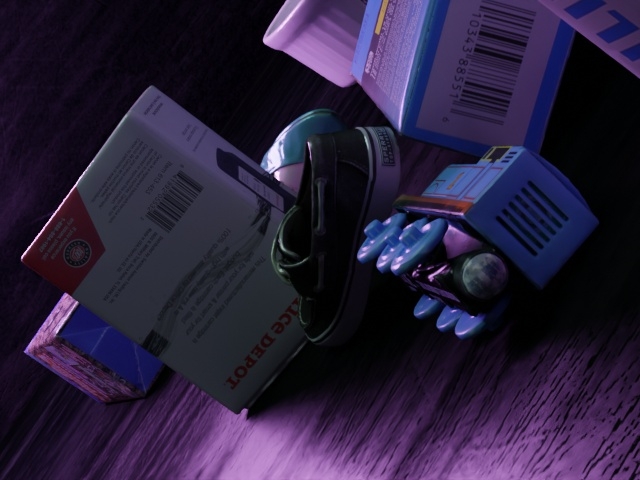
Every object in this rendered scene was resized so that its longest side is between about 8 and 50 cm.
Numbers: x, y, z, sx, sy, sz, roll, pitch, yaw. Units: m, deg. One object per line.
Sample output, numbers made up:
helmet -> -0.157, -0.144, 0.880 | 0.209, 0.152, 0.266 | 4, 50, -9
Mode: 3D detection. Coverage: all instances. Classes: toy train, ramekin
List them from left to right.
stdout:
ramekin -> 0.056, -0.341, 1.703 | 0.277, 0.135, 0.277 | -50, 12, 15
toy train -> 0.089, -0.002, 0.757 | 0.105, 0.080, 0.184 | -46, 9, -4

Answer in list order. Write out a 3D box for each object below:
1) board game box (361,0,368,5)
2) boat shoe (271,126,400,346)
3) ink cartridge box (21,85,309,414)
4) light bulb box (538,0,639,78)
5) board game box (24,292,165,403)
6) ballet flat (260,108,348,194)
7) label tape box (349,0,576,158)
board game box -> 0.133, -0.267, 1.205 | 0.186, 0.126, 0.026 | -58, 12, -19
boat shoe -> 0.000, 0.000, 0.923 | 0.219, 0.070, 0.077 | 103, 158, -46
ink cartridge box -> -0.108, 0.010, 1.098 | 0.172, 0.237, 0.100 | -50, 9, 20
light bulb box -> 0.255, -0.270, 0.482 | 0.357, 0.225, 0.361 | -59, 12, -17
board game box -> -0.268, 0.089, 1.737 | 0.232, 0.141, 0.291 | -58, 12, -19
ballet flat -> -0.041, -0.055, 1.452 | 0.247, 0.083, 0.087 | -41, 41, 48
label tape box -> 0.115, -0.209, 0.969 | 0.333, 0.106, 0.240 | -104, 29, -75
